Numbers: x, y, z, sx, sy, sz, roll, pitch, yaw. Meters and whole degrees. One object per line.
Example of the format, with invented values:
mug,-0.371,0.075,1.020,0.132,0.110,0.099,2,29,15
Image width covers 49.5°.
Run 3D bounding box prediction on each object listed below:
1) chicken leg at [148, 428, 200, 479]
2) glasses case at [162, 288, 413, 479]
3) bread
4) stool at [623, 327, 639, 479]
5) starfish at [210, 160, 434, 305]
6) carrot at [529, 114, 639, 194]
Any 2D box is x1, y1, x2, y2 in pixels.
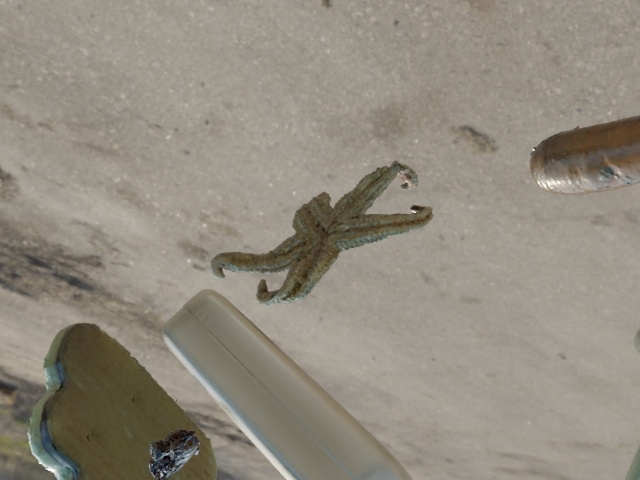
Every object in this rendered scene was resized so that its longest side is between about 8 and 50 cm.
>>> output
chicken leg,-0.099,0.142,0.468,0.021,0.036,0.083,54,152,18
glasses case,-0.023,0.103,0.416,0.196,0.050,0.083,37,164,35
bread,-0.234,0.239,0.800,0.056,0.207,0.286,-25,111,26
stool,0.292,0.163,0.434,0.196,0.198,0.195,7,-175,22
starfish,-0.004,-0.008,0.629,0.210,0.150,0.053,-18,118,12
carrot,0.252,-0.072,0.550,0.060,0.060,0.186,34,153,-32
